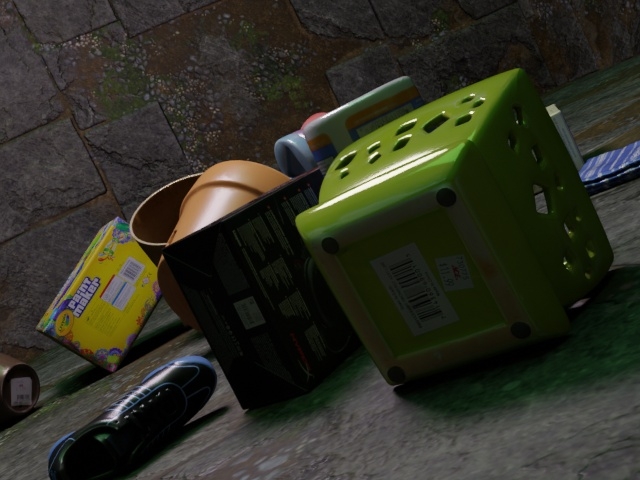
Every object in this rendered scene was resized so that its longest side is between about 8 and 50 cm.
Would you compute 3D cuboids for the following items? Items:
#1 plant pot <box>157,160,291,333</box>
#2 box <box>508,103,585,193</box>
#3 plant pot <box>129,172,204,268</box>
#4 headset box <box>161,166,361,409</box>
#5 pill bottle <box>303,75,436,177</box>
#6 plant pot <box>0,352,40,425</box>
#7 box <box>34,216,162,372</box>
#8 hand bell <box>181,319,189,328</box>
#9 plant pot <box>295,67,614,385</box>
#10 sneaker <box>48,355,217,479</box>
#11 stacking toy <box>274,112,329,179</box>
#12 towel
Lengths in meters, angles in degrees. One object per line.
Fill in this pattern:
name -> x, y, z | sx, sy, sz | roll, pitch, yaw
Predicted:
plant pot -> -0.146, 0.035, 1.623 | 0.291, 0.291, 0.203 | -21, 23, 41
box -> 0.344, -0.140, 1.712 | 0.243, 0.117, 0.213 | -24, 6, 14
plant pot -> -0.235, 0.029, 1.939 | 0.237, 0.254, 0.237 | -14, 35, 10
headset box -> -0.029, 0.042, 1.175 | 0.110, 0.218, 0.293 | -22, 8, 35
pill bottle -> 0.102, -0.051, 1.160 | 0.152, 0.272, 0.152 | -26, 6, 3
plant pot -> -0.718, 0.319, 1.992 | 0.230, 0.215, 0.215 | -6, 15, 28
box -> -0.480, 0.125, 2.111 | 0.290, 0.177, 0.279 | -60, 15, -15
hand bell -> -0.200, 0.106, 2.100 | 0.242, 0.126, 0.126 | -15, 5, -2
plant pot -> 0.122, 0.000, 0.899 | 0.227, 0.228, 0.207 | -23, 14, 32
sneaker -> -0.217, 0.221, 1.120 | 0.232, 0.081, 0.090 | -35, 10, -16
stacking toy -> 0.041, -0.080, 1.781 | 0.130, 0.309, 0.279 | -37, 20, -25
towel -> 0.533, -0.157, 1.404 | 0.336, 0.040, 0.243 | -23, 5, 31
